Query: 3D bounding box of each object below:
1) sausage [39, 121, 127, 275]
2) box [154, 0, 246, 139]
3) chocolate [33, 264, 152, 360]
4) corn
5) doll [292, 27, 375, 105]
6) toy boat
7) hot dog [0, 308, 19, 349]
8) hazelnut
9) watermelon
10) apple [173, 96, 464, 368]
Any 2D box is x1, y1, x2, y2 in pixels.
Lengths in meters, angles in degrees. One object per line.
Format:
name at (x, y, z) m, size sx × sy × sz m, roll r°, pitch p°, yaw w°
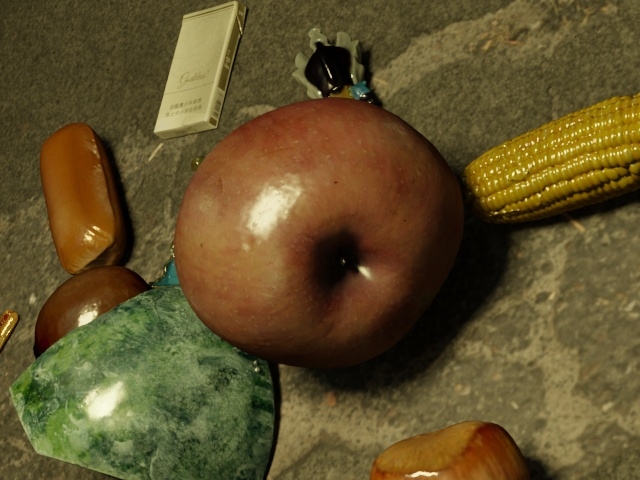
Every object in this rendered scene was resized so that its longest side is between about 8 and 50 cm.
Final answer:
sausage at (-0.336, -0.061, 1.875) m, size 0.105 × 0.105 × 0.274 m, roll -39°, pitch 44°, yaw 18°
box at (-0.170, -0.241, 1.886) m, size 0.109 × 0.029 × 0.198 m, roll -7°, pitch 61°, yaw 40°
chocolate at (-0.272, 0.110, 1.671) m, size 0.177 × 0.177 × 0.176 m, roll -23°, pitch 51°, yaw 31°
corn at (0.268, -0.082, 1.327) m, size 0.313 × 0.102 × 0.102 m, roll -17°, pitch 54°, yaw 35°
doll at (0.019, -0.198, 1.657) m, size 0.096 × 0.070 × 0.195 m, roll -26°, pitch 55°, yaw 9°
toy boat at (-0.162, -0.014, 1.699) m, size 0.075 × 0.077 × 0.185 m, roll 9°, pitch 72°, yaw 46°
hot dog at (-0.467, 0.136, 1.930) m, size 0.037 × 0.021 × 0.083 m, roll 20°, pitch 78°, yaw 49°
hazelnut at (0.123, 0.244, 1.233) m, size 0.150 × 0.150 × 0.150 m, roll -23°, pitch 51°, yaw 31°
watermelon at (-0.167, 0.210, 1.550) m, size 0.320 × 0.213 × 0.289 m, roll -33°, pitch 71°, yaw -31°
apple at (0.000, 0.000, 1.390) m, size 0.305 × 0.306 × 0.235 m, roll -50°, pitch 27°, yaw 6°
